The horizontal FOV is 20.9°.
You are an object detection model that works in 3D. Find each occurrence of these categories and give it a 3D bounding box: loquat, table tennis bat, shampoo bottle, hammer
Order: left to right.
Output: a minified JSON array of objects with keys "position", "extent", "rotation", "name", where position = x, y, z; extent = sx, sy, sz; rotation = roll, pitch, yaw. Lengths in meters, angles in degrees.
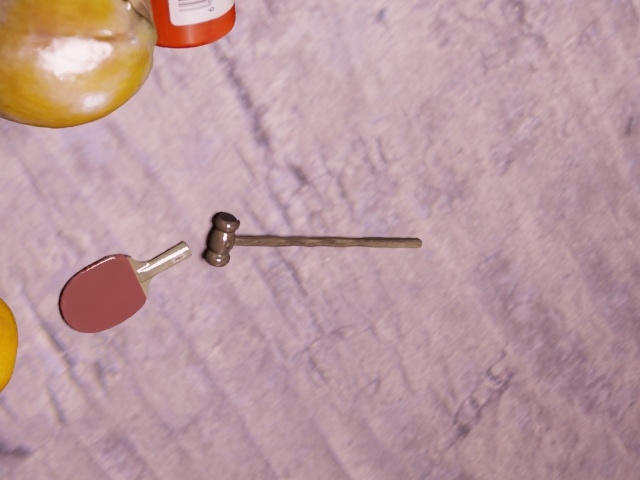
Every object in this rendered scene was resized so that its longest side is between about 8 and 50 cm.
[{"position":[-0.261,-0.194,1.587],"extent":[0.227,0.179,0.179],"rotation":[5,116,-26],"name":"loquat"},{"position":[-0.211,0.045,1.889],"extent":[0.156,0.013,0.087],"rotation":[-30,128,-10],"name":"table tennis bat"},{"position":[-0.139,-0.324,1.628],"extent":[0.104,0.104,0.278],"rotation":[-18,128,-21],"name":"shampoo bottle"},{"position":[0.000,0.000,1.985],"extent":[0.292,0.029,0.058],"rotation":[0,121,-34],"name":"hammer"}]

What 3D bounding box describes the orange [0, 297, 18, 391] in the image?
[{"position":[-0.382,0.105,1.750],"extent":[0.154,0.134,0.155],"rotation":[-3,102,-15],"name":"orange"}]
